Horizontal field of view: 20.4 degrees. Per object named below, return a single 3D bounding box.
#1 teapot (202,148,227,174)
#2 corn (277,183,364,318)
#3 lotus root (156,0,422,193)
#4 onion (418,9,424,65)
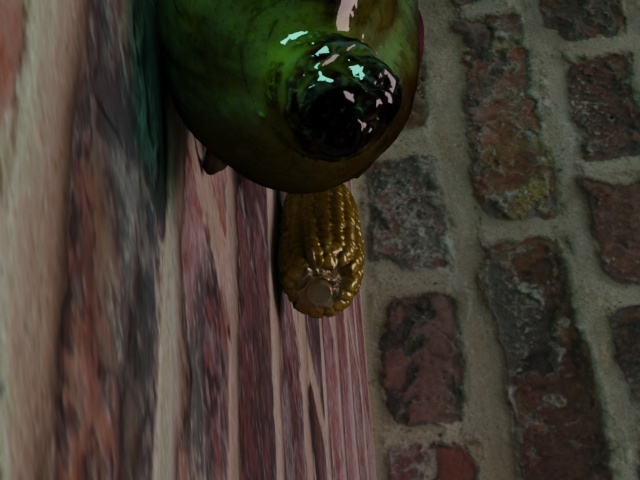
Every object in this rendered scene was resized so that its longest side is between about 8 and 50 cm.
[{"bbox_3d":[-0.044,-0.086,1.144,0.068,0.076,0.121,102,14,-50],"label":"teapot"},{"bbox_3d":[0.000,0.000,1.611,0.238,0.080,0.080,-92,174,-66],"label":"corn"},{"bbox_3d":[-0.017,-0.125,0.992,0.309,0.173,0.173,-91,173,-63],"label":"lotus root"},{"bbox_3d":[0.000,-0.131,1.342,0.177,0.153,0.177,-171,-90,-87],"label":"onion"}]
